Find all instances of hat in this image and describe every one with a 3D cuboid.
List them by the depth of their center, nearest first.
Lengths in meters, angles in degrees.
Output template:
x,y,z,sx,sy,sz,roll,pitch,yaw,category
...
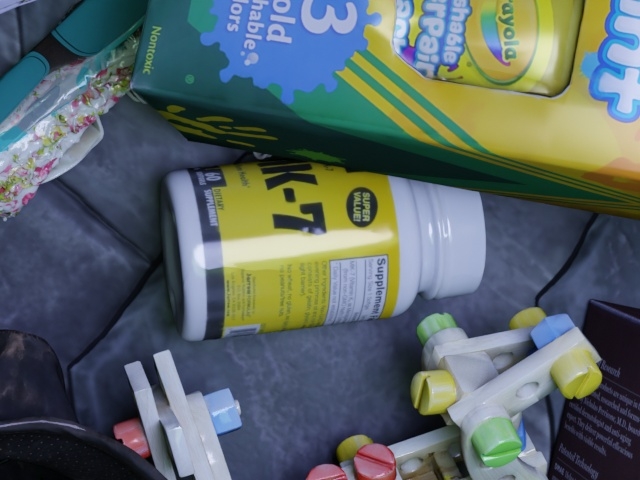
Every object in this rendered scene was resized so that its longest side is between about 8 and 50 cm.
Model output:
x,y,z,sx,sy,sz,roll,pitch,yaw,category
-0.220,0.141,1.042,0.331,0.331,0.134,11,56,-14,hat

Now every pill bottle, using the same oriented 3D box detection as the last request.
x,y,z,sx,sy,sz,roll,pitch,yaw,category
0.000,0.000,1.112,0.208,0.119,0.119,-7,98,-12,pill bottle

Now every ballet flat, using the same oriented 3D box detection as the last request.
x,y,z,sx,sy,sz,roll,pitch,yaw,category
-0.160,-0.106,1.093,0.241,0.091,0.077,-40,134,-1,ballet flat

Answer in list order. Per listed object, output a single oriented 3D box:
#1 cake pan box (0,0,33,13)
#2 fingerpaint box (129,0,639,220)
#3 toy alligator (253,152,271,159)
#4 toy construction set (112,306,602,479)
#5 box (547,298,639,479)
x,y,z,sx,sy,sz,roll,pitch,yaw,category
-0.346,-0.220,1.035,0.267,0.070,0.246,-25,99,-9,cake pan box
0.119,-0.258,0.984,0.371,0.163,0.445,11,85,9,fingerpaint box
-0.034,-0.153,1.122,0.051,0.056,0.190,-14,102,-53,toy alligator
0.027,0.151,1.105,0.327,0.151,0.215,-7,139,-1,toy construction set
0.276,0.166,1.169,0.168,0.167,0.203,12,94,-13,box
